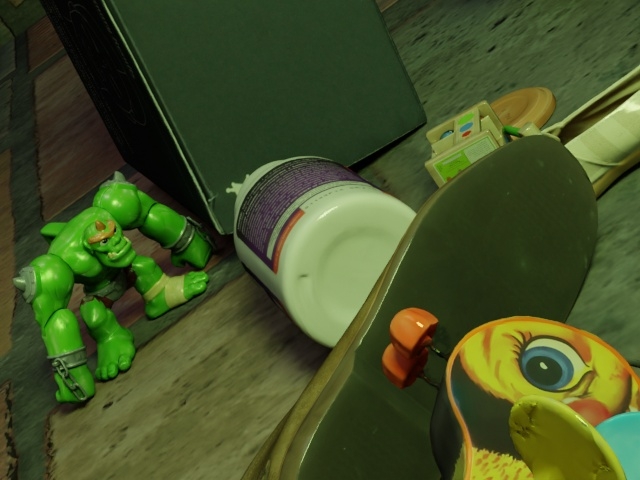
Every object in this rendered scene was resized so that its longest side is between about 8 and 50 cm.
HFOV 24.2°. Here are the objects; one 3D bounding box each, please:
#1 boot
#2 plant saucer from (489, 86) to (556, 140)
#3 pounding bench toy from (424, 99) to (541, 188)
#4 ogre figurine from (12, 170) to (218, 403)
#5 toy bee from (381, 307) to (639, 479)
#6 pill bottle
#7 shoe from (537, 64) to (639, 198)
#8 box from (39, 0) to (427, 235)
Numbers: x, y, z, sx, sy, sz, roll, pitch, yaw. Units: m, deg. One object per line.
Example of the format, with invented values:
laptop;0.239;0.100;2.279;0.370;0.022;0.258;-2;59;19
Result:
boot;0.053;0.055;0.871;0.305;0.112;0.115;-51;15;-27
plant saucer;0.142;-0.092;1.147;0.083;0.013;0.083;-31;23;15
pounding bench toy;0.123;-0.067;1.070;0.083;0.052;0.065;-29;22;19
ogre figurine;-0.177;0.031;1.236;0.197;0.118;0.097;-43;22;-14
toy bee;0.088;0.106;0.623;0.298;0.162;0.195;-54;-18;-55
pill bottle;0.000;0.000;1.045;0.108;0.108;0.193;-38;22;-5
shoe;0.176;-0.067;0.981;0.219;0.058;0.076;-31;22;13
box;-0.116;-0.213;1.365;0.212;0.293;0.395;-29;21;-11
